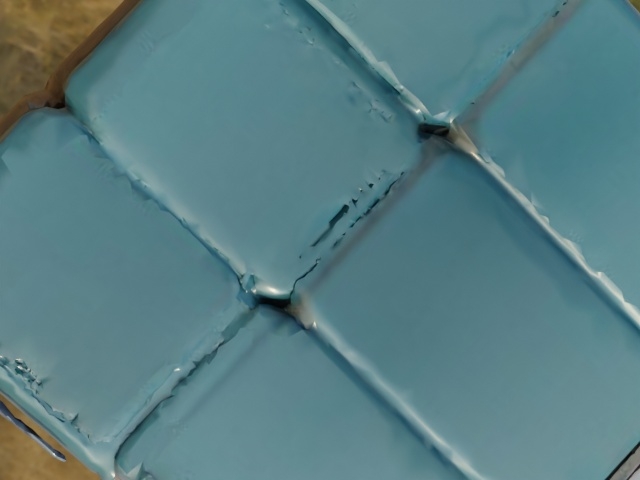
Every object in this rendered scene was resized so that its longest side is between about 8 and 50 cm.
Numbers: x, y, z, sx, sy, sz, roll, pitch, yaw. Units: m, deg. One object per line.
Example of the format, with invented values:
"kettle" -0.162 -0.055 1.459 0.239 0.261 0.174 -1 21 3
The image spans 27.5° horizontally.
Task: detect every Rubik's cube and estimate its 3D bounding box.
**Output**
"Rubik's cube" 0.000 0.000 0.498 0.224 0.231 0.221 -47 -169 -6
